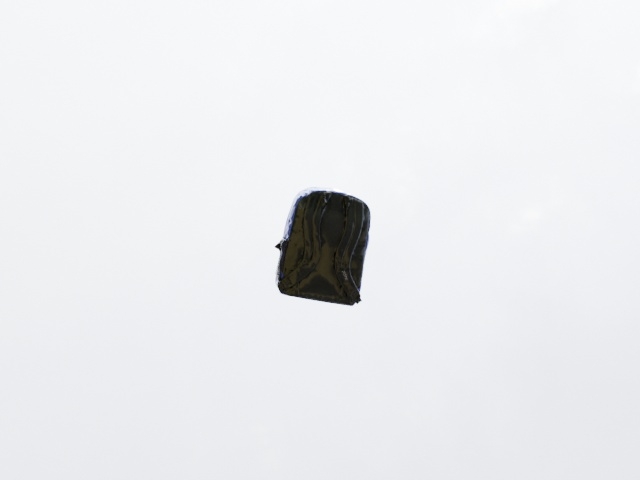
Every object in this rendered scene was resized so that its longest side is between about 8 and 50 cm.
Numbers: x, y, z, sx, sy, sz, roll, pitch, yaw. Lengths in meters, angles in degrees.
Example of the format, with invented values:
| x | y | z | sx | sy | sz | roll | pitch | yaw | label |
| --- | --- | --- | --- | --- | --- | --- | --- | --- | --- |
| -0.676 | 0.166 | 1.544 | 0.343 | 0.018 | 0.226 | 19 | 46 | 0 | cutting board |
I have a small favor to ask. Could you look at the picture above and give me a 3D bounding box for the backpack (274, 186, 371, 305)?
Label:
| x | y | z | sx | sy | sz | roll | pitch | yaw | label |
| --- | --- | --- | --- | --- | --- | --- | --- | --- | --- |
| 0.000 | 0.000 | 1.171 | 0.098 | 0.101 | 0.120 | 8 | -82 | -11 | backpack |
